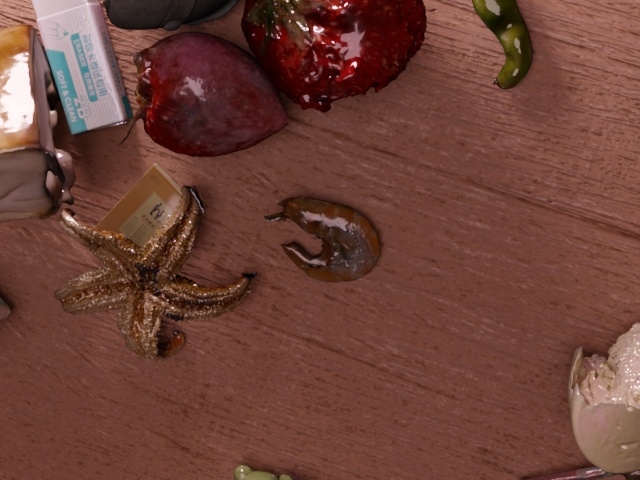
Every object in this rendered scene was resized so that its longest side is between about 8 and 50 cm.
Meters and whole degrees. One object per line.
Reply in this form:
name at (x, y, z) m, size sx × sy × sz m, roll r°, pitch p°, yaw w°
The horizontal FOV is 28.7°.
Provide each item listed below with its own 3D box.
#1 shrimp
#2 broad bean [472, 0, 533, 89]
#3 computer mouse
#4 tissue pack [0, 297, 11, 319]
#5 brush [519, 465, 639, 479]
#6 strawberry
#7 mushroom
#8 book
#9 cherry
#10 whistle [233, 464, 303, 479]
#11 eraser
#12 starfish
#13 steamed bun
shrimp at (0.000, 0.000, 1.935) m, size 0.187 × 0.051 × 0.132 m, roll 26°, pitch 105°, yaw 4°
broad bean at (0.262, -0.326, 1.817) m, size 0.070 × 0.048 × 0.213 m, roll -11°, pitch 101°, yaw 14°
computer mouse at (-0.207, -0.392, 1.768) m, size 0.203 × 0.374 × 0.114 m, roll -15°, pitch 65°, yaw -17°
tissue pack at (-0.724, 0.068, 2.038) m, size 0.266 × 0.194 × 0.356 m, roll -36°, pitch 93°, yaw 17°
brush at (0.444, 0.345, 1.892) m, size 0.301 × 0.084 × 0.071 m, roll -12°, pitch 99°, yaw 20°
strawberry at (0.029, -0.311, 1.789) m, size 0.274 × 0.220 × 0.274 m, roll -8°, pitch 78°, yaw 47°
mushroom at (-0.588, -0.158, 1.863) m, size 0.397 × 0.224 × 0.313 m, roll -13°, pitch 63°, yaw -3°
book at (-0.281, -0.024, 2.015) m, size 0.172 × 0.012 × 0.118 m, roll -44°, pitch 89°, yaw 17°
cherry at (-0.163, -0.211, 1.870) m, size 0.250 × 0.175 × 0.192 m, roll 15°, pitch 113°, yaw 8°
whistle at (-0.049, 0.426, 2.010) m, size 0.227 × 0.085 × 0.105 m, roll 8°, pitch 102°, yaw 12°
eraser at (-0.373, -0.283, 1.966) m, size 0.096 × 0.052 × 0.225 m, roll -14°, pitch 97°, yaw 15°
starfish at (-0.277, 0.043, 1.968) m, size 0.312 × 0.113 × 0.303 m, roll 34°, pitch 110°, yaw -11°
steamed bun at (0.438, 0.215, 1.787) m, size 0.170 × 0.225 × 0.200 m, roll 39°, pitch 108°, yaw 3°
